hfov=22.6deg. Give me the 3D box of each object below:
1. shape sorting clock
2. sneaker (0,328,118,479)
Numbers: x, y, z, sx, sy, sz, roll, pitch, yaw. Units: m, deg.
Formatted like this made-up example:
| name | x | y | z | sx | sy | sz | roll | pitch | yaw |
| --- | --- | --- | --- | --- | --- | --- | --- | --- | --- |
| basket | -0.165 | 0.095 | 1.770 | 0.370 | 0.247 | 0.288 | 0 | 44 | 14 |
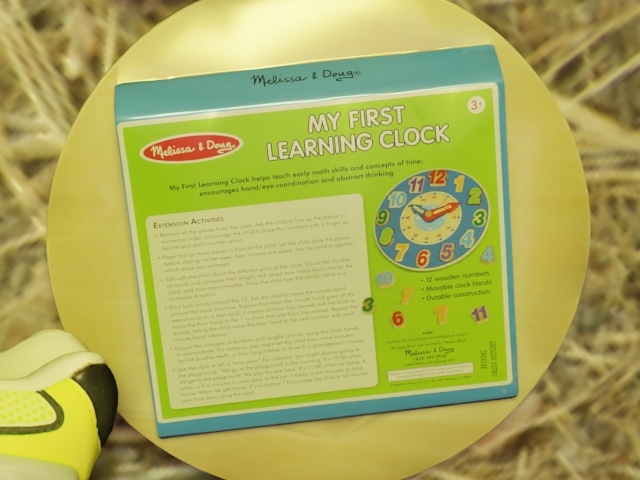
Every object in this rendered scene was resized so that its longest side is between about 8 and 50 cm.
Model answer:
| name | x | y | z | sx | sy | sz | roll | pitch | yaw |
| --- | --- | --- | --- | --- | --- | --- | --- | --- | --- |
| shape sorting clock | 0.000 | 0.000 | 0.611 | 0.206 | 0.040 | 0.206 | -1 | 111 | -4 |
| sneaker | -0.242 | 0.005 | 0.544 | 0.384 | 0.145 | 0.147 | 39 | 79 | -21 |
